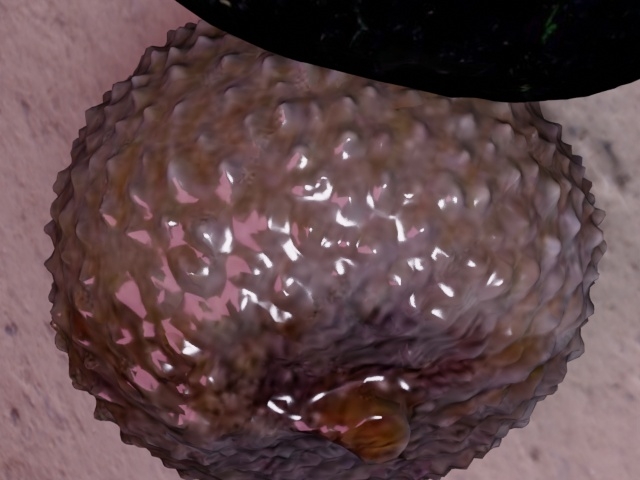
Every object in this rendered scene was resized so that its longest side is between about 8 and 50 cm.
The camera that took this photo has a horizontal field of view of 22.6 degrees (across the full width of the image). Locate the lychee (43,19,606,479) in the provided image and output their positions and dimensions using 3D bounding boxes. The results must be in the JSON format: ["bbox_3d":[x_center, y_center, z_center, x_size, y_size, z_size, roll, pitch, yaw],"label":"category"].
[{"bbox_3d":[0.003,0.005,0.864,0.300,0.300,0.300,17,116,40],"label":"lychee"}]

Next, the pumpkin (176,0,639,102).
[{"bbox_3d":[0.062,-0.200,0.694,0.315,0.315,0.238,34,122,32],"label":"pumpkin"}]
